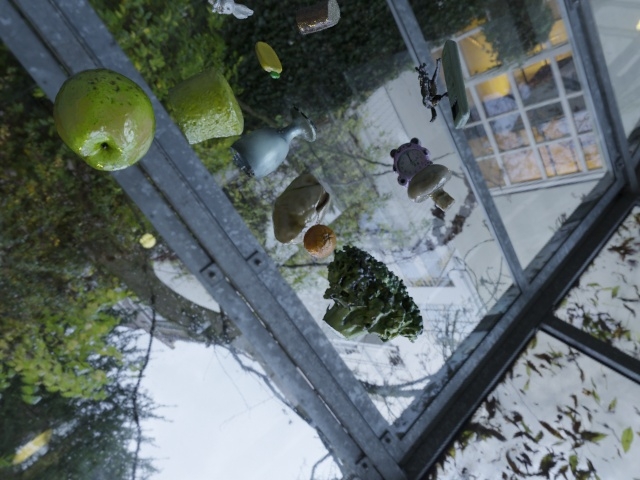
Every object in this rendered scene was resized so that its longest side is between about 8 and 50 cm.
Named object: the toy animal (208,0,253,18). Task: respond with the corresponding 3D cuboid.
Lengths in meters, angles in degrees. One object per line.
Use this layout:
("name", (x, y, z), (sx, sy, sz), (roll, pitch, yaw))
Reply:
("toy animal", (-0.472, -1.209, 2.229), (0.104, 0.221, 0.130), (-20, -132, 57))

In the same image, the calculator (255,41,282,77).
("calculator", (-0.280, -0.984, 2.331), (0.146, 0.234, 0.032), (-11, 162, -47))

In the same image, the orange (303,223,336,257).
("orange", (-0.002, 0.000, 1.711), (0.136, 0.135, 0.117), (-40, 172, -18))

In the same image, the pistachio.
("pistachio", (-0.107, -0.164, 2.229), (0.366, 0.281, 0.445), (-30, -143, 31))

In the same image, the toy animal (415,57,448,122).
("toy animal", (0.408, -0.560, 1.571), (0.085, 0.232, 0.148), (-14, 169, 5))

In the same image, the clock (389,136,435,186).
("clock", (0.518, -0.442, 2.432), (0.228, 0.247, 0.090), (-27, 162, 22))

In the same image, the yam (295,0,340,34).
("yam", (-0.010, -0.703, 1.347), (0.127, 0.084, 0.084), (2, -142, 33))

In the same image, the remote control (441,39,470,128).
("remote control", (0.426, -0.496, 1.354), (0.038, 0.090, 0.309), (-2, -111, -2))

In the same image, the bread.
("bread", (-0.560, -0.646, 2.111), (0.308, 0.347, 0.348), (-24, -157, -2))

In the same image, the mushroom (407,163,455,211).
("mushroom", (0.493, -0.233, 1.858), (0.206, 0.209, 0.206), (25, 90, -88))

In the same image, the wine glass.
("wine glass", (-0.197, -0.392, 1.746), (0.357, 0.190, 0.190), (-41, -156, -15))

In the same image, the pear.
("pear", (-0.829, -0.455, 1.672), (0.392, 0.390, 0.391), (-27, -157, 12))

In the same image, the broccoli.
("broccoli", (0.155, 0.171, 1.286), (0.324, 0.334, 0.271), (-10, -139, 48))
